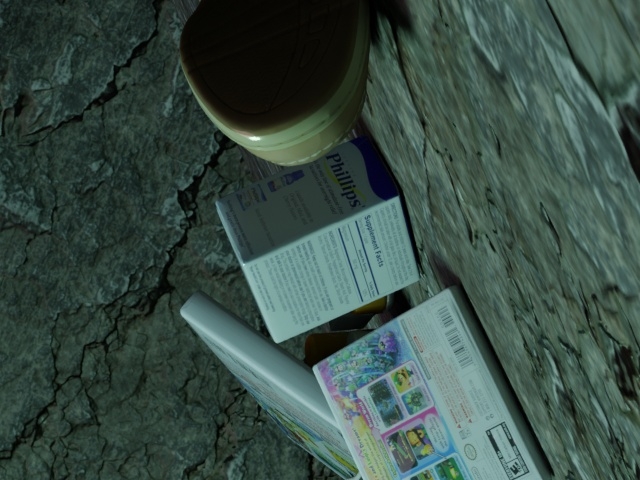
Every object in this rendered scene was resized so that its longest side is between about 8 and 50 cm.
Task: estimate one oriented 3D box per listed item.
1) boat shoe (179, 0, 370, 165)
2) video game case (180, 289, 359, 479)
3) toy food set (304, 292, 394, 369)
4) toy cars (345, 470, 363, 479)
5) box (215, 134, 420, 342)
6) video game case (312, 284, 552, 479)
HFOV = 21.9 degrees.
[{"bbox_3d":[-0.019,-0.129,1.082,0.341,0.121,0.110,-102,-13,-59],"label":"boat shoe"},{"bbox_3d":[0.032,0.203,1.658,0.329,0.036,0.300,32,166,35],"label":"video game case"},{"bbox_3d":[0.062,0.106,1.686,0.232,0.104,0.111,117,147,-62],"label":"toy food set"},{"bbox_3d":[0.145,0.259,1.276,0.176,0.087,0.394,24,-168,-22],"label":"toy cars"},{"bbox_3d":[0.000,0.000,1.346,0.126,0.137,0.072,72,174,-55],"label":"box"},{"bbox_3d":[0.079,0.133,1.226,0.019,0.143,0.157,-9,-109,-55],"label":"video game case"}]
